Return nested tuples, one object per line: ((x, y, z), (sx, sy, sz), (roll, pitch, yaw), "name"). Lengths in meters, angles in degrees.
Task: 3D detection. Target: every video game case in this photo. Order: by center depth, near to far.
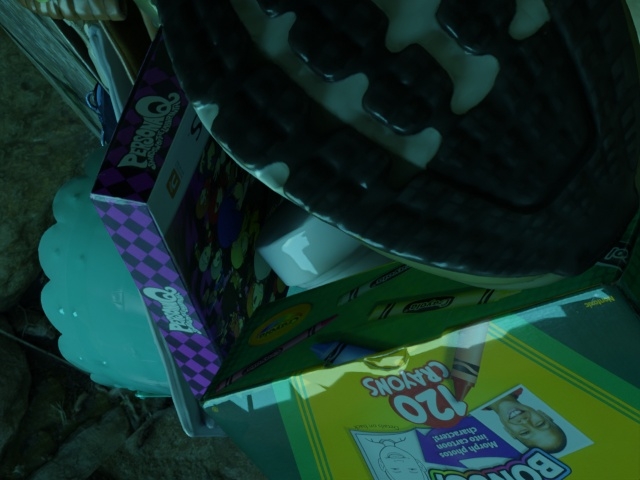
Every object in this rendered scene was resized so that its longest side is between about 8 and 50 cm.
((-0.055, -0.044, 1.002), (0.041, 0.210, 0.232), (9, 148, 18), "video game case")

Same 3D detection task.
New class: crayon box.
((0.093, 0.085, 0.842), (0.278, 0.081, 0.165), (-20, 119, 42), "crayon box")

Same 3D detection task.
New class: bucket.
((-0.127, 0.034, 1.677), (0.183, 0.281, 0.281), (13, 150, 47), "bucket")

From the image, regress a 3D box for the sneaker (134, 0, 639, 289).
((0.014, -0.105, 0.692), (0.182, 0.158, 0.410), (37, -172, -46), "sneaker")

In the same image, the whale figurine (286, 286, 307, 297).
((0.000, 0.000, 1.217), (0.272, 0.141, 0.216), (33, 150, 37), "whale figurine")

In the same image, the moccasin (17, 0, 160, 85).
((-0.146, -0.186, 1.048), (0.139, 0.147, 0.380), (40, 171, 42), "moccasin")

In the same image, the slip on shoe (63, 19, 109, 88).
((-0.185, -0.186, 1.399), (0.041, 0.051, 0.135), (-3, 127, 33), "slip on shoe")

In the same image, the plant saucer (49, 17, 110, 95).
((-0.225, -0.212, 1.571), (0.311, 0.050, 0.310), (52, 180, 0), "plant saucer")

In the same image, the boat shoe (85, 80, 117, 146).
((-0.203, -0.165, 1.841), (0.089, 0.109, 0.258), (52, 158, 9), "boat shoe")

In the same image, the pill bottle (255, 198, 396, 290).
((0.091, 0.057, 1.000), (0.265, 0.153, 0.153), (48, 173, -13), "pill bottle")

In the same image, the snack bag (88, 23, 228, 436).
((-0.097, -0.001, 1.381), (0.323, 0.037, 0.343), (16, -124, -74), "snack bag")
